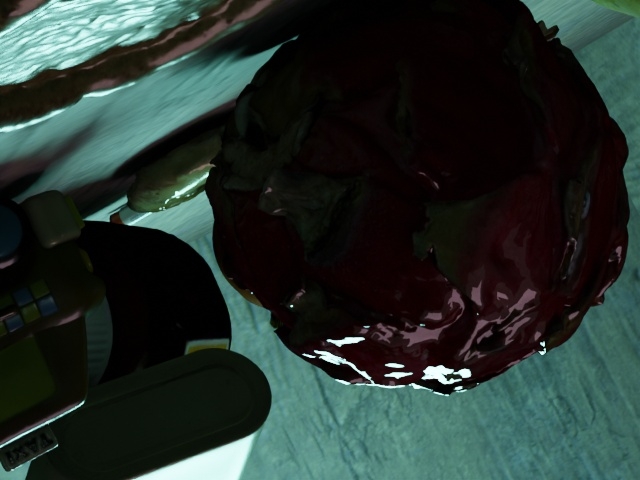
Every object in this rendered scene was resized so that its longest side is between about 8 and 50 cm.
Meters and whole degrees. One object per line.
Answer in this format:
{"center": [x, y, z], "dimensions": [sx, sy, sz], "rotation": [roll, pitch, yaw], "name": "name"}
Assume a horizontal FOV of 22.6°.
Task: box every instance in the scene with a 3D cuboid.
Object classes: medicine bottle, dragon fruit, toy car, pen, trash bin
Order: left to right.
{"center": [-0.278, 0.088, 1.262], "dimensions": [0.248, 0.198, 0.204], "rotation": [-26, 180, -21], "name": "toy car"}
{"center": [-0.255, 0.086, 1.634], "dimensions": [0.242, 0.242, 0.395], "rotation": [-27, 165, 13], "name": "medicine bottle"}
{"center": [-0.176, 0.225, 1.558], "dimensions": [0.243, 0.121, 0.247], "rotation": [-17, 154, -28], "name": "trash bin"}
{"center": [-0.156, -0.066, 1.842], "dimensions": [0.218, 0.026, 0.026], "rotation": [-28, 179, 27], "name": "pen"}
{"center": [0.078, -0.039, 1.203], "dimensions": [0.329, 0.329, 0.329], "rotation": [-27, 179, 0], "name": "dragon fruit"}

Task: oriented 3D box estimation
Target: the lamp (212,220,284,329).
{"center": [0.000, 0.000, 1.639], "dimensions": [0.223, 0.196, 0.223], "rotation": [10, -170, -2], "name": "lamp"}

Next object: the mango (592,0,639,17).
{"center": [0.327, -0.246, 1.329], "dimensions": [0.177, 0.175, 0.329], "rotation": [6, 179, -5], "name": "mango"}

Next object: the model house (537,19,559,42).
{"center": [0.142, -0.155, 1.796], "dimensions": [0.326, 0.169, 0.244], "rotation": [-26, -173, 21], "name": "model house"}

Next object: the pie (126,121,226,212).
{"center": [-0.105, -0.080, 1.564], "dimensions": [0.185, 0.052, 0.218], "rotation": [-24, -176, 37], "name": "pie"}

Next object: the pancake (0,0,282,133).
{"center": [-0.075, -0.116, 0.747], "dimensions": [0.286, 0.033, 0.288], "rotation": [-26, 179, -11], "name": "pancake"}
